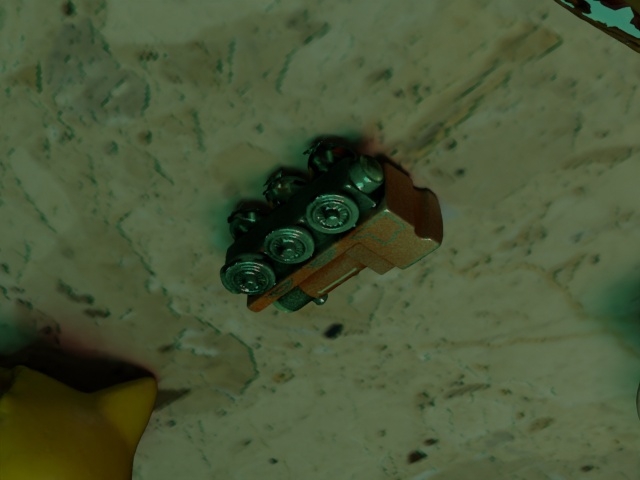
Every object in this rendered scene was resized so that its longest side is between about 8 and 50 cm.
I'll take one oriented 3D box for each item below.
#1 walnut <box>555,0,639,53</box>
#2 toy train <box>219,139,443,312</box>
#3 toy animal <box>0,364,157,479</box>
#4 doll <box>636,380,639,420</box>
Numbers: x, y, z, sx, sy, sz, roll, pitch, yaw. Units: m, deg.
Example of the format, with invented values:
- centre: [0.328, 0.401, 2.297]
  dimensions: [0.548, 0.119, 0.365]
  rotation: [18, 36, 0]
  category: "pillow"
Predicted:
- centre: [0.169, -0.100, 0.370]
  dimensions: [0.245, 0.137, 0.137]
  rotation: [23, 130, -15]
  category: "walnut"
- centre: [0.000, 0.000, 0.537]
  dimensions: [0.064, 0.044, 0.103]
  rotation: [32, 128, -31]
  category: "toy train"
- centre: [-0.182, 0.167, 0.640]
  dimensions: [0.156, 0.156, 0.230]
  rotation: [30, 130, -16]
  category: "toy animal"
- centre: [0.270, 0.051, 0.490]
  dimensions: [0.278, 0.119, 0.154]
  rotation: [-41, 88, 22]
  category: "doll"
